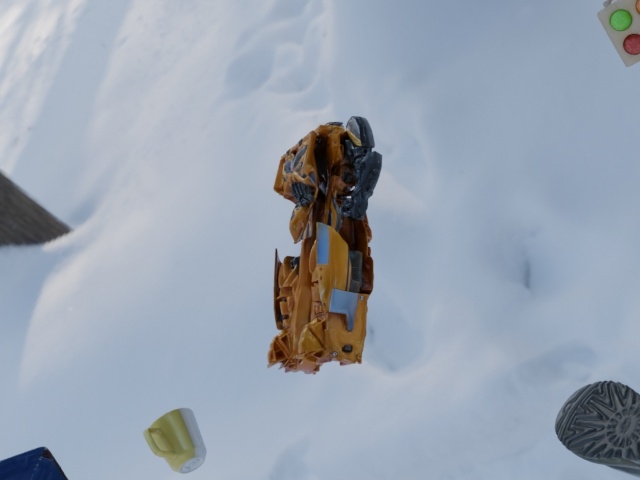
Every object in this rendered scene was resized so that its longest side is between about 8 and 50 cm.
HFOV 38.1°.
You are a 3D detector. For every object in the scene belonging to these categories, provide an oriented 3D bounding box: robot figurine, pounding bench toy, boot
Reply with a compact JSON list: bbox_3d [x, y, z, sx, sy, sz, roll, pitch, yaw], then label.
[{"bbox_3d":[0.000,0.000,1.050,0.211,0.085,0.291,149,125,-64],"label":"robot figurine"},{"bbox_3d":[0.258,-0.196,0.764,0.052,0.083,0.065,-28,9,31],"label":"pounding bench toy"},{"bbox_3d":[0.309,0.209,0.746,0.076,0.208,0.190,-54,22,-10],"label":"boot"}]

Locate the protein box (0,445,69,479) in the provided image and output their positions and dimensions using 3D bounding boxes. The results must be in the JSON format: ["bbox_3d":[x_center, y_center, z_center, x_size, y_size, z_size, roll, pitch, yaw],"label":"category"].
[{"bbox_3d":[-0.229,0.260,0.526,0.136,0.200,0.201,44,130,32],"label":"protein box"}]

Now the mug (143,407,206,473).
[{"bbox_3d":[-0.177,0.250,1.127,0.064,0.078,0.062,54,142,31],"label":"mug"}]
